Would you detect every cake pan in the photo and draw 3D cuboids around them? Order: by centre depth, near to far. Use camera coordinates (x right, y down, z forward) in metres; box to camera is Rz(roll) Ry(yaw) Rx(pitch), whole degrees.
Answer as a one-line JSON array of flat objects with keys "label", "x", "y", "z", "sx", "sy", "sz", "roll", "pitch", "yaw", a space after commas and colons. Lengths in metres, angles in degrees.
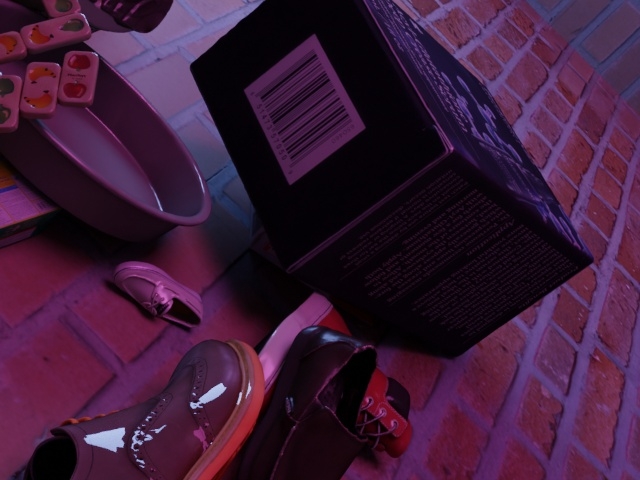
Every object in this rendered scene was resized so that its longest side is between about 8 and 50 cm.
[{"label": "cake pan", "x": -0.227, "y": -0.108, "z": 1.202, "sx": 0.293, "sy": 0.054, "sz": 0.293, "roll": 42, "pitch": 15, "yaw": -14}]

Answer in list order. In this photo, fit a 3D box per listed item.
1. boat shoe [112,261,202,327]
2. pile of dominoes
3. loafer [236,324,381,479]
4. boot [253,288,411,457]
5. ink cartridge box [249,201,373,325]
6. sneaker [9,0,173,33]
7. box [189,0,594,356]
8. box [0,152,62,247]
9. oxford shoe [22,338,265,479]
[{"label": "boat shoe", "x": -0.147, "y": 0.053, "z": 1.162, "sx": 0.100, "sy": 0.035, "sz": 0.035, "roll": 34, "pitch": 25, "yaw": -37}, {"label": "pile of dominoes", "x": -0.313, "y": -0.162, "z": 1.050, "sx": 0.251, "sy": 0.040, "sz": 0.196, "roll": -19, "pitch": 58, "yaw": -18}, {"label": "loafer", "x": -0.007, "y": 0.168, "z": 1.057, "sx": 0.080, "sy": 0.078, "sz": 0.220, "roll": 38, "pitch": 57, "yaw": -40}, {"label": "boot", "x": 0.009, "y": 0.152, "z": 1.192, "sx": 0.176, "sy": 0.088, "sz": 0.244, "roll": 48, "pitch": 22, "yaw": 2}, {"label": "ink cartridge box", "x": 0.000, "y": 0.000, "z": 1.445, "sx": 0.179, "sy": 0.045, "sz": 0.145, "roll": 31, "pitch": 29, "yaw": -22}, {"label": "sneaker", "x": -0.352, "y": -0.318, "z": 1.264, "sx": 0.410, "sy": 0.182, "sz": 0.158, "roll": 36, "pitch": 55, "yaw": -23}, {"label": "box", "x": 0.089, "y": -0.080, "z": 1.411, "sx": 0.395, "sy": 0.212, "sz": 0.294, "roll": 29, "pitch": 29, "yaw": -55}, {"label": "box", "x": -0.316, "y": -0.072, "z": 1.086, "sx": 0.179, "sy": 0.043, "sz": 0.105, "roll": 50, "pitch": 26, "yaw": 7}, {"label": "oxford shoe", "x": -0.134, "y": 0.155, "z": 0.934, "sx": 0.132, "sy": 0.130, "sz": 0.364, "roll": 29, "pitch": 22, "yaw": -4}]
